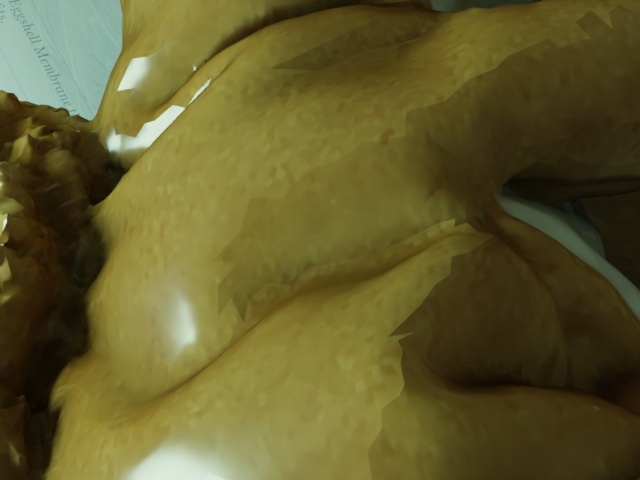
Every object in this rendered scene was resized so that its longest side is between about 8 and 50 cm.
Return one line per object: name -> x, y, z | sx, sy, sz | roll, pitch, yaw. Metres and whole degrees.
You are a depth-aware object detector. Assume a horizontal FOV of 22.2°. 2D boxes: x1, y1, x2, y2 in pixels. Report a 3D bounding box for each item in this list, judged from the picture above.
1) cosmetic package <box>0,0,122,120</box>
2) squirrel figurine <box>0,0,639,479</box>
cosmetic package -> -0.071, -0.119, 0.813 | 0.224, 0.225, 0.138 | 61, 169, 9
squirrel figurine -> -0.038, 0.000, 0.551 | 0.281, 0.397, 0.370 | 63, -171, -68
